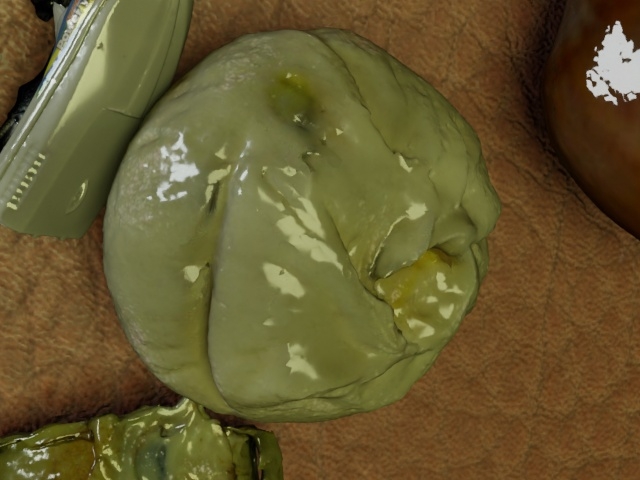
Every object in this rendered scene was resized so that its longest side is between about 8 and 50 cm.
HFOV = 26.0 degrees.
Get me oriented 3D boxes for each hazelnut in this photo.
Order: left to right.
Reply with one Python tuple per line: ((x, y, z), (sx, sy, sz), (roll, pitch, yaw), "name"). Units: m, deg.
((0.393, -0.147, 1.277), (0.366, 0.366, 0.365), (-4, 103, -18), "hazelnut")

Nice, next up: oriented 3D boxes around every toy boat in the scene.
((-0.203, -0.133, 1.185), (0.141, 0.141, 0.269), (18, 96, -21), "toy boat")

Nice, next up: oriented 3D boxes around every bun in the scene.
((0.000, 0.000, 1.198), (0.365, 0.219, 0.365), (-9, 108, -30), "bun")

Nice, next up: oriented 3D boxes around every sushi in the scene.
((-0.175, 0.210, 1.274), (0.291, 0.131, 0.139), (0, 79, -12), "sushi")
